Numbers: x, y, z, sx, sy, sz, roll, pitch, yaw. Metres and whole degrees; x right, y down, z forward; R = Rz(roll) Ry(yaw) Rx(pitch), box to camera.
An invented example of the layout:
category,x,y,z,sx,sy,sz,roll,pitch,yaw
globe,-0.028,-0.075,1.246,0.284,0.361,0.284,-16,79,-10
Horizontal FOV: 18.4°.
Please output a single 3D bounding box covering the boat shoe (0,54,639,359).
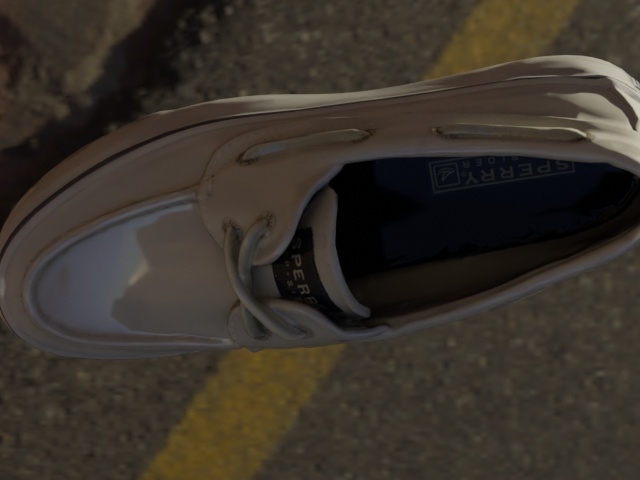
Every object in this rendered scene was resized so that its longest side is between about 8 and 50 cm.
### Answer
category,x,y,z,sx,sy,sz,roll,pitch,yaw
boat shoe,0.000,0.000,0.740,0.088,0.268,0.096,-84,165,-67
